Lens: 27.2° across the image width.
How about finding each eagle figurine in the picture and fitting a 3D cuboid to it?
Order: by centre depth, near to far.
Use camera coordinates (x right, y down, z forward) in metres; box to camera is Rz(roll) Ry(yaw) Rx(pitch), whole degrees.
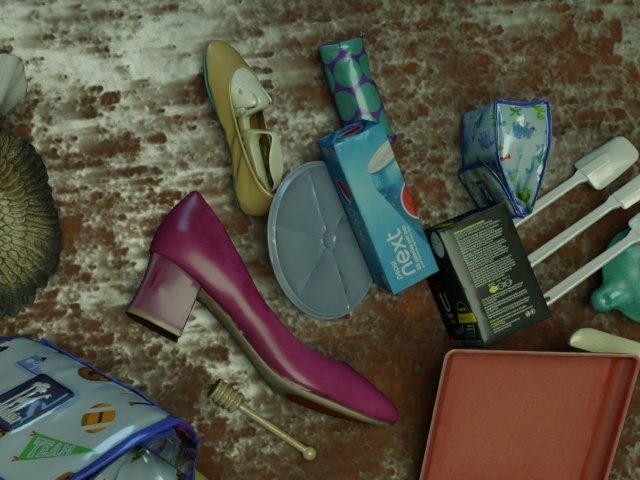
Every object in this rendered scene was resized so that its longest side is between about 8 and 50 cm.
[{"bbox_3d":[-0.424,-0.056,1.550,0.226,0.225,0.298,-19,80,-23],"label":"eagle figurine"}]

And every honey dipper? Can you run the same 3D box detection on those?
[{"bbox_3d":[-0.072,0.233,1.684,0.161,0.030,0.030,37,80,-10],"label":"honey dipper"}]

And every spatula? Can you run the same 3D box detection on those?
[{"bbox_3d":[0.353,-0.027,1.759,0.242,0.019,0.168,-34,60,-5],"label":"spatula"}]

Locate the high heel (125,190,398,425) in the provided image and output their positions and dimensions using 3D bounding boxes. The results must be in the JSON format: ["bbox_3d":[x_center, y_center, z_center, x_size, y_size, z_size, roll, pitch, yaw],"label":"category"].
[{"bbox_3d":[-0.043,0.091,1.656,0.377,0.127,0.181,29,74,-14],"label":"high heel"}]

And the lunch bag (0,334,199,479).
[{"bbox_3d":[-0.346,0.304,1.447,0.385,0.328,0.239,-56,136,-14],"label":"lunch bag"}]

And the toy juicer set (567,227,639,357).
[{"bbox_3d":[0.471,0.067,1.783,0.209,0.089,0.329,36,69,-8],"label":"toy juicer set"}]

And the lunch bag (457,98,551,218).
[{"bbox_3d":[0.239,-0.101,1.722,0.096,0.129,0.151,-2,89,-13],"label":"lunch bag"}]

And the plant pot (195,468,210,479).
[{"bbox_3d":[-0.143,0.404,1.559,0.254,0.254,0.239,-39,81,-12],"label":"plant pot"}]

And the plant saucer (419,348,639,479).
[{"bbox_3d":[0.256,0.242,1.698,0.258,0.047,0.259,2,117,-12],"label":"plant saucer"}]

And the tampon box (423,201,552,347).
[{"bbox_3d":[0.204,0.046,1.709,0.101,0.120,0.161,-23,91,-14],"label":"tampon box"}]

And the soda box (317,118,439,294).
[{"bbox_3d":[0.073,-0.043,1.668,0.071,0.067,0.210,-27,108,-13],"label":"soda box"}]

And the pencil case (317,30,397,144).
[{"bbox_3d":[0.049,-0.190,1.719,0.070,0.064,0.151,-20,92,-56],"label":"pencil case"}]

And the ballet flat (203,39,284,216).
[{"bbox_3d":[-0.085,-0.147,1.678,0.080,0.073,0.232,-18,95,-51],"label":"ballet flat"}]

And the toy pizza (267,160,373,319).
[{"bbox_3d":[0.000,0.000,1.677,0.201,0.032,0.201,6,81,-46],"label":"toy pizza"}]
